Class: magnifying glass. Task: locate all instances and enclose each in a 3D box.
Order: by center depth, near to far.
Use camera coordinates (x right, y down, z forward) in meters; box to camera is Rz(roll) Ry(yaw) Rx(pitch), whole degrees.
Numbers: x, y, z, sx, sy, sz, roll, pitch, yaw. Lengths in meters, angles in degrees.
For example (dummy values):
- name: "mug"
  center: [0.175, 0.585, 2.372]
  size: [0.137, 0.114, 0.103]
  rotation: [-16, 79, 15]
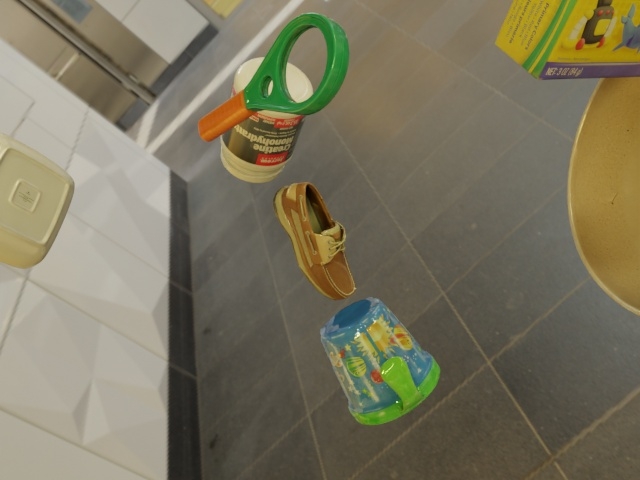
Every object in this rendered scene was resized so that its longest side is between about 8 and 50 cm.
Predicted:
- name: "magnifying glass"
  center: [-0.056, -0.152, 0.663]
  size: [0.231, 0.026, 0.092]
  rotation: [-18, 75, 45]

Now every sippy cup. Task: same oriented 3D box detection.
- name: "sippy cup"
  center: [0.120, 0.262, 1.492]
  size: [0.306, 0.224, 0.240]
  rotation: [-20, 17, 45]

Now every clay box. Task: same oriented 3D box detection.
- name: "clay box"
  center: [0.205, -0.203, 0.375]
  size: [0.053, 0.128, 0.222]
  rotation: [59, 145, 36]

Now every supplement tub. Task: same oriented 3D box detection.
- name: "supplement tub"
  center: [-0.140, -0.292, 1.600]
  size: [0.272, 0.191, 0.191]
  rotation: [116, 170, -49]

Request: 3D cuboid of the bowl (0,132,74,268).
- name: "bowl"
  center: [-0.363, -0.050, 0.771]
  size: [0.053, 0.142, 0.141]
  rotation: [-5, 60, 38]

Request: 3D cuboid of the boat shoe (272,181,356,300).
- name: "boat shoe"
  center: [0.000, 0.000, 1.630]
  size: [0.120, 0.324, 0.122]
  rotation: [-22, 12, 43]

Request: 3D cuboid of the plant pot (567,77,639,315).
- name: "plant pot"
  center: [0.379, -0.056, 0.534]
  size: [0.284, 0.191, 0.284]
  rotation: [-168, 90, -69]
